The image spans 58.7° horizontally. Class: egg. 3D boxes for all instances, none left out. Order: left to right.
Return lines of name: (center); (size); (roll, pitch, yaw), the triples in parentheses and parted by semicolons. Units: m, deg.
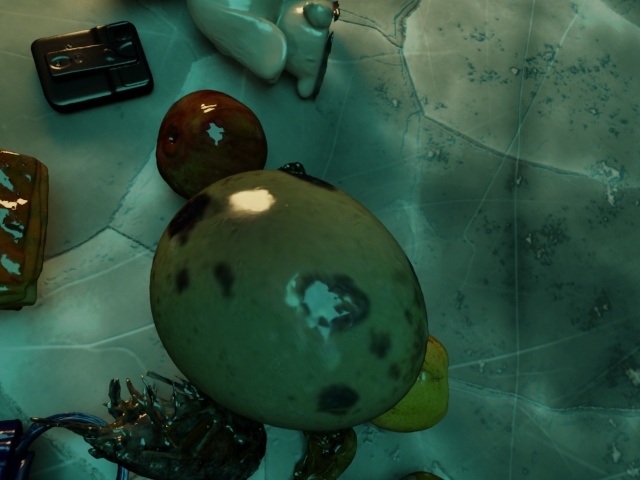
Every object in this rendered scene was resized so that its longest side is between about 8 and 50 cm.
egg: (-0.047, 0.081, 0.804); (0.345, 0.345, 0.428); (-45, 46, -19)

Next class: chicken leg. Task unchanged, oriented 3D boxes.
chicken leg: (-0.013, 0.361, 0.907); (0.093, 0.070, 0.178); (36, 81, 7)

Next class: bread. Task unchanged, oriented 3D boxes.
bread: (-0.578, -0.017, 0.823); (0.324, 0.167, 0.278); (7, 65, -28)

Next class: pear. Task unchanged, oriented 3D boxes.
pear: (0.125, 0.225, 0.926); (0.177, 0.178, 0.178); (3, 74, -10)

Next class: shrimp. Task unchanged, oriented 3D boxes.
shrimp: (-0.229, 0.263, 0.809); (0.372, 0.172, 0.137); (38, 59, -36)

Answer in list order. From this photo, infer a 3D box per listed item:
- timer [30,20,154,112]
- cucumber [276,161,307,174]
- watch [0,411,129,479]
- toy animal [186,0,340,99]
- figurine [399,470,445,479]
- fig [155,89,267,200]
timer: (-0.409, -0.315, 1.022); (0.187, 0.055, 0.144); (-18, 79, -15)
cucumber: (0.000, 0.000, 1.007); (0.067, 0.067, 0.294); (-24, 80, -16)
watch: (-0.375, 0.339, 0.798); (0.200, 0.171, 0.196); (7, 81, -21)
toy animal: (-0.093, -0.399, 1.044); (0.289, 0.174, 0.249); (-7, 75, -14)
figurine: (0.117, 0.461, 0.854); (0.215, 0.215, 0.228); (27, 86, -2)
fig: (-0.173, -0.159, 0.966); (0.205, 0.205, 0.205); (3, 74, -10)
